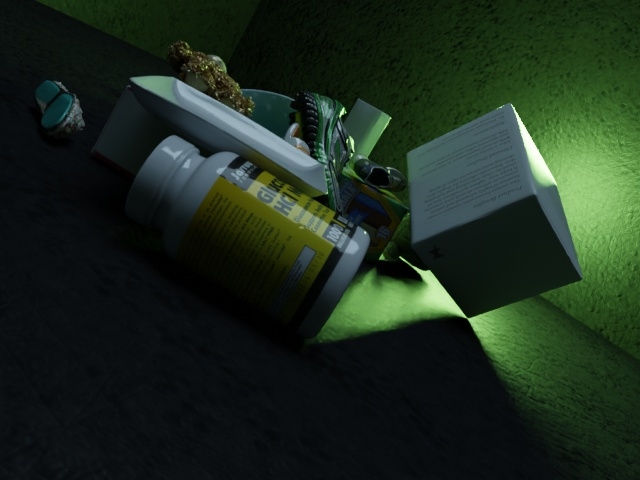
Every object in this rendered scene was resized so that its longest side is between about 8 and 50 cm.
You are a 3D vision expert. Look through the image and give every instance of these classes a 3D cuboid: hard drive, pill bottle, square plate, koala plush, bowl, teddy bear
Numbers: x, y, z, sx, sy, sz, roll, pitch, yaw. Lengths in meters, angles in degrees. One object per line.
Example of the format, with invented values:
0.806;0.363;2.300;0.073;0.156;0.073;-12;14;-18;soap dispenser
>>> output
0.075;-0.259;2.147;0.047;0.353;0.233;26;12;-23;hard drive
-0.109;-0.012;1.030;0.333;0.188;0.188;30;11;-1;pill bottle
-0.147;-0.180;1.205;0.344;0.049;0.347;30;12;-8;square plate
0.274;-0.010;2.034;0.203;0.196;0.221;47;13;25;koala plush
-0.184;-0.261;1.814;0.311;0.163;0.312;4;34;-3;bowl
-0.257;-0.376;1.626;0.245;0.113;0.338;31;8;-6;teddy bear

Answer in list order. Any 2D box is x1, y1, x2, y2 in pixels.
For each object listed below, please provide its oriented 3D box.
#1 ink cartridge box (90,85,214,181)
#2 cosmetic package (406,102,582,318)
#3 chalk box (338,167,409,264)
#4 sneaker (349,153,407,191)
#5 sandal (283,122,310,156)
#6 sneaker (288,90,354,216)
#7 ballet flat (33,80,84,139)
-0.256;-0.184;1.466;0.279;0.161;0.385;31;11;1;ink cartridge box
0.447;-0.077;1.836;0.327;0.329;0.394;49;30;-33;cosmetic package
0.050;-0.095;1.824;0.288;0.179;0.180;27;12;-19;chalk box
0.162;-0.154;1.770;0.192;0.064;0.086;21;22;-37;sneaker
-0.064;-0.134;1.550;0.076;0.266;0.102;12;-20;6;sandal
0.024;-0.189;1.643;0.146;0.344;0.134;0;-11;-27;sneaker
-0.496;-0.245;1.338;0.077;0.091;0.241;50;0;-40;ballet flat
